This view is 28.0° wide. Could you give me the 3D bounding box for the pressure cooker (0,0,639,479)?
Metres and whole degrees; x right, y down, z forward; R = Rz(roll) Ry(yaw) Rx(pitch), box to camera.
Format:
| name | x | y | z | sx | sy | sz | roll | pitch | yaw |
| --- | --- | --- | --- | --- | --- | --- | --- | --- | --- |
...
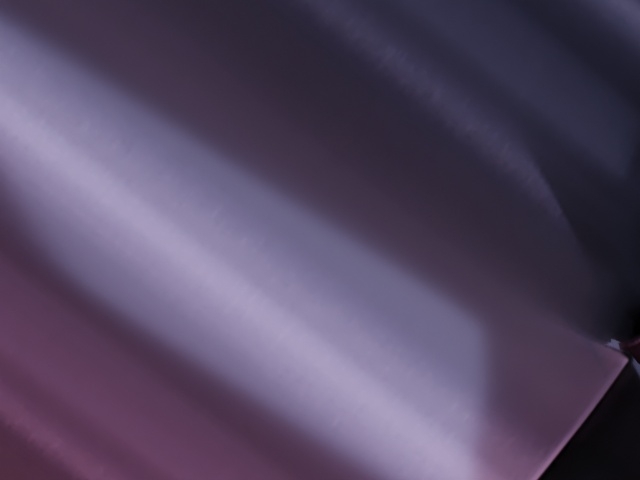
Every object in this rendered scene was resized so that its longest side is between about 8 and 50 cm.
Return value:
| name | x | y | z | sx | sy | sz | roll | pitch | yaw |
| --- | --- | --- | --- | --- | --- | --- | --- | --- | --- |
| pressure cooker | -0.004 | 0.005 | 0.502 | 0.420 | 0.370 | 0.375 | 38 | 108 | -4 |
